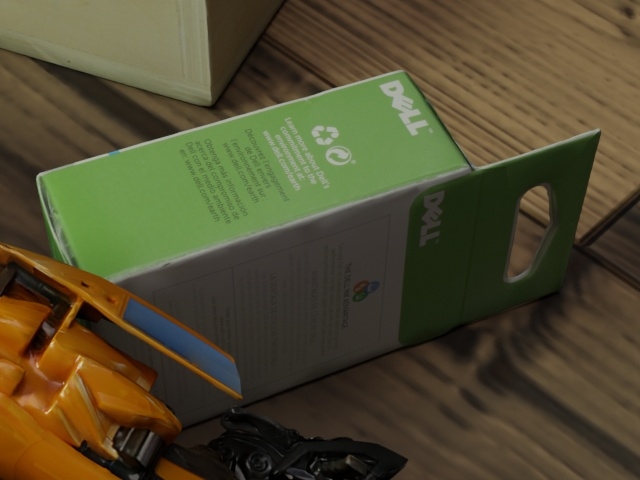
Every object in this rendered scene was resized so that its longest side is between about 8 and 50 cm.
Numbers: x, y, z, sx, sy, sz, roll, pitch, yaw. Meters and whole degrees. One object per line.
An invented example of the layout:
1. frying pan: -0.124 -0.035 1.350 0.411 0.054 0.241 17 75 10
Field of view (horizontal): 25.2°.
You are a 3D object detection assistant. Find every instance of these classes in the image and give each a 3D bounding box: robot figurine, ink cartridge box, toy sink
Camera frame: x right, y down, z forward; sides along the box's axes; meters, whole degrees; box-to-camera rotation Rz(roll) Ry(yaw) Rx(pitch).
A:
1. robot figurine: -0.063 0.112 0.442 0.291 0.085 0.211 31 53 -6
2. ink cartridge box: 0.000 0.000 0.578 0.209 0.109 0.062 -18 53 -15
3. toy sink: -0.130 -0.191 0.724 0.234 0.131 0.153 18 51 15
